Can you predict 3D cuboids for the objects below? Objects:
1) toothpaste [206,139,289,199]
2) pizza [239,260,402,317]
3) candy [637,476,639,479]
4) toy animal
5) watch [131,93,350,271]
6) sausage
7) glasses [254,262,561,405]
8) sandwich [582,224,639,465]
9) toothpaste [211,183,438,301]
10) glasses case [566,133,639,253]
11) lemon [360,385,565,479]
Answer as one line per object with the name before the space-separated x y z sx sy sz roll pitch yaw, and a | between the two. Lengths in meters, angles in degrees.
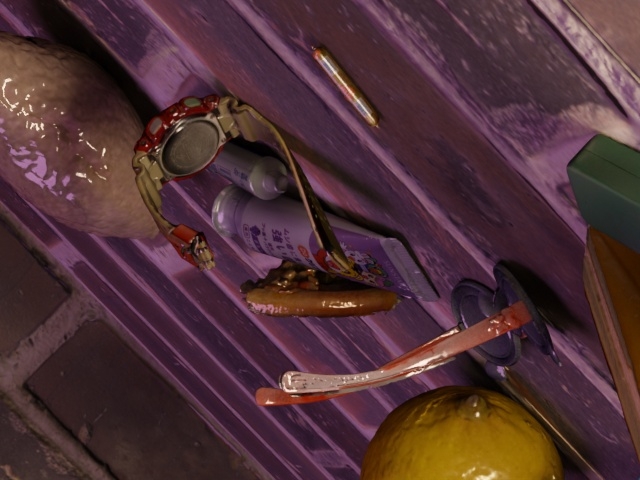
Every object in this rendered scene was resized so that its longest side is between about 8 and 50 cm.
toothpaste | -0.104 -0.089 2.083 0.069 0.047 0.268 31 177 -32
pizza | -0.003 0.044 2.107 0.195 0.185 0.052 -108 20 -75
candy | 0.428 0.361 1.791 0.306 0.100 0.157 34 162 31
toy animal | -0.325 -0.135 2.274 0.358 0.188 0.226 50 175 -23
watch | -0.093 -0.040 1.913 0.268 0.165 0.102 61 178 37
sausage | 0.023 -0.139 1.664 0.100 0.015 0.015 49 165 -19
glasses | 0.085 0.129 1.767 0.118 0.268 0.234 63 167 1
sandwich | 0.247 0.103 1.481 0.187 0.144 0.117 38 162 21
toothpaste | 0.000 0.000 2.026 0.299 0.073 0.114 19 153 43
glasses case | 0.264 -0.009 1.328 0.184 0.039 0.078 33 161 37
lemon | 0.158 0.276 2.035 0.228 0.228 0.253 40 169 15
